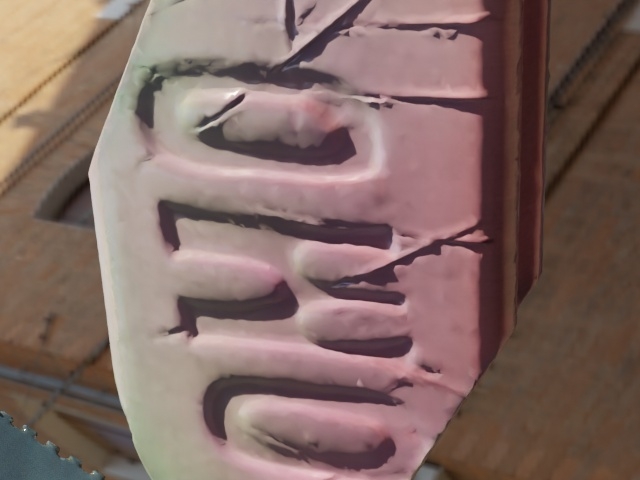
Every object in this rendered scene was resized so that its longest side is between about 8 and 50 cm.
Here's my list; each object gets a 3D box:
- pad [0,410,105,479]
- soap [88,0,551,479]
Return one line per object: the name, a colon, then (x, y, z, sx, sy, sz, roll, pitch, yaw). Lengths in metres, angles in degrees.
pad: (-0.269, 0.191, 0.909, 0.270, 0.012, 0.269, 38, -144, -15)
soap: (0.000, 0.000, 0.640, 0.109, 0.193, 0.324, -55, -33, -58)
